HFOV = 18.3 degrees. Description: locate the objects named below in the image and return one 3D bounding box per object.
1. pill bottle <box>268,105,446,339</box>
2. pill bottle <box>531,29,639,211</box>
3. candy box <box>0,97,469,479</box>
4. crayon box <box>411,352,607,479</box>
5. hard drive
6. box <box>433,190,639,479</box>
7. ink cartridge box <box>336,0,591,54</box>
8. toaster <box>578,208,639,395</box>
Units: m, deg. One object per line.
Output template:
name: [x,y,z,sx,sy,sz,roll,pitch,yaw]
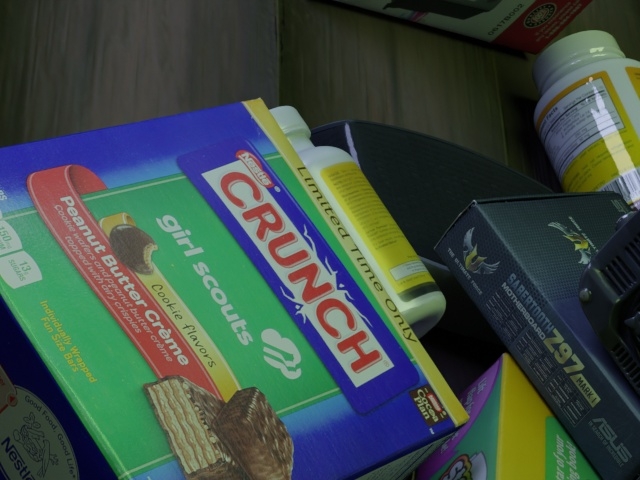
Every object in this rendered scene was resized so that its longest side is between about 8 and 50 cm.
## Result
pill bottle: [0.000,0.000,1.401,0.103,0.103,0.184,-14,67,-53]
pill bottle: [0.263,-0.078,1.761,0.117,0.117,0.215,11,49,-42]
candy box: [-0.091,0.067,1.217,0.317,0.122,0.268,-16,68,-55]
crayon box: [0.196,0.282,1.290,0.313,0.106,0.363,38,24,-11]
hard drive: [0.109,-0.005,1.571,0.254,0.054,0.172,17,44,-37]
box: [0.213,0.067,1.436,0.183,0.059,0.233,-5,51,-46]
ink cartridge box: [0.140,-0.300,1.752,0.306,0.226,0.131,6,50,-43]
toaster: [0.292,0.067,1.339,0.146,0.129,0.227,-7,54,-50]
